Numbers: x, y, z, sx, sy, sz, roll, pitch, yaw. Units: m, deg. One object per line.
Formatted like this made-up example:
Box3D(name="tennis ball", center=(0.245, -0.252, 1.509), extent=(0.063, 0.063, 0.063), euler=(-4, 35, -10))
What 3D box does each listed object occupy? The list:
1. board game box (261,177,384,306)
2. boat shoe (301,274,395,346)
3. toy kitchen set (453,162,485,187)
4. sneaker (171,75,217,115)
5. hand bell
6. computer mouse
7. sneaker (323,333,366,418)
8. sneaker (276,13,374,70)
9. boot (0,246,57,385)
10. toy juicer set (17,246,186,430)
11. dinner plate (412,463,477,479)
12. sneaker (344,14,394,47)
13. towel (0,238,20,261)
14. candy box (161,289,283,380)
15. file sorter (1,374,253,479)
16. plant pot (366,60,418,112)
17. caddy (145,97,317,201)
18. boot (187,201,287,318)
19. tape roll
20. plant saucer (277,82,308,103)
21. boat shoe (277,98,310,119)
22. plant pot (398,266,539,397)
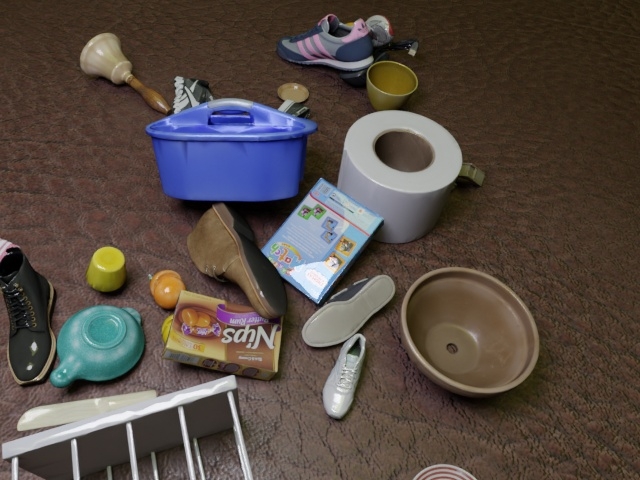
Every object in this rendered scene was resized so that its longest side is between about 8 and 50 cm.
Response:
Box3D(name="board game box", center=(0.000, 0.000, 0.960), extent=(0.160, 0.039, 0.211), euler=(35, 78, 18))
Box3D(name="boat shoe", center=(0.047, 0.132, 0.910), extent=(0.206, 0.065, 0.075), euler=(-31, 99, -21))
Box3D(name="toy kitchen set", center=(0.335, -0.146, 1.165), extent=(0.083, 0.075, 0.068), euler=(17, 88, 46))
Box3D(name="sneaker", center=(-0.306, -0.327, 1.185), extent=(0.106, 0.078, 0.234), euler=(-6, 52, -8))
Box3D(name="hand bell", center=(-0.471, -0.397, 1.219), extent=(0.242, 0.126, 0.126), euler=(41, 58, 7))
Box3D(name="computer mouse", center=(0.176, -0.496, 1.361), extent=(0.184, 0.060, 0.262), euler=(4, 40, 29))
Box3D(name="sneaker", center=(0.042, 0.227, 0.827), extent=(0.054, 0.061, 0.152), euler=(18, 55, 4))
Box3D(name="sneaker", center=(0.004, -0.560, 1.330), extent=(0.319, 0.131, 0.112), euler=(18, 50, 29))
Box3D(name="boot", center=(-0.494, 0.123, 0.789), extent=(0.077, 0.137, 0.198), euler=(-12, 57, -15))
Box3D(name="toy juicer set", center=(-0.330, 0.177, 0.814), extent=(0.209, 0.089, 0.329), euler=(18, 49, -17))
Box3D(name="dinner plate", center=(0.195, 0.417, 0.731), extent=(0.141, 0.017, 0.141), euler=(3, 53, -4))
Box3D(name="sneaker", center=(0.120, -0.580, 1.392), extent=(0.225, 0.088, 0.093), euler=(12, 52, 49))
Box3D(name="towel", center=(-0.691, 0.031, 0.901), extent=(0.197, 0.029, 0.144), euler=(20, 53, 8))
Box3D(name="candy box", center=(-0.161, 0.163, 0.822), extent=(0.187, 0.053, 0.109), euler=(17, 51, -16))
Box3D(name="file sorter", center=(-0.226, 0.328, 0.638), extent=(0.278, 0.193, 0.173), euler=(-13, 59, -16))
Box3D(name="plant pot", center=(0.180, -0.394, 1.281), extent=(0.134, 0.095, 0.134), euler=(4, 57, -6))
Box3D(name="caddy", center=(-0.176, -0.196, 0.980), extent=(0.341, 0.179, 0.241), euler=(1, 22, 3))
Box3D(name="boot", center=(-0.159, 0.050, 0.896), extent=(0.115, 0.112, 0.305), euler=(-40, 49, 3))
Box3D(name="tape roll", center=(0.162, -0.138, 1.046), extent=(0.246, 0.169, 0.246), euler=(3, 53, -4))
Box3D(name="plant saucer", center=(-0.074, -0.394, 1.303), extent=(0.083, 0.015, 0.083), euler=(4, 54, -5))
Box3D(name="boat shoe", center=(-0.086, -0.270, 1.170), extent=(0.070, 0.078, 0.219), euler=(19, 52, 9))
Box3D(name="plant pot", center=(0.250, 0.174, 0.861), extent=(0.237, 0.109, 0.237), euler=(3, 52, -4))
